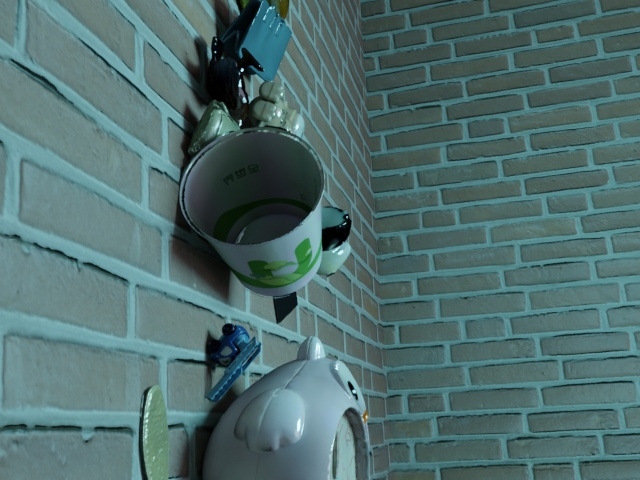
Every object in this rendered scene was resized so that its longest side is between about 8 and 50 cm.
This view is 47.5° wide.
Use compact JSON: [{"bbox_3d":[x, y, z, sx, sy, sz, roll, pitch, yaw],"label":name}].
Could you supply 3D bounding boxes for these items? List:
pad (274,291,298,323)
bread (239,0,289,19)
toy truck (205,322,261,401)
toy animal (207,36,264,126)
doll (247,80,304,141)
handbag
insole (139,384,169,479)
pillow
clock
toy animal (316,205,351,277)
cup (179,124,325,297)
[{"bbox_3d":[-0.101,0.037,1.801,0.202,0.005,0.300,-37,120,-75],"label":"pad"},{"bbox_3d":[-0.142,-0.638,1.717,0.184,0.110,0.234,-82,160,-49],"label":"bread"},{"bbox_3d":[-0.172,0.217,1.307,0.136,0.074,0.063,-50,150,-11],"label":"toy truck"},{"bbox_3d":[-0.189,-0.300,1.451,0.218,0.116,0.179,-115,-133,-77],"label":"toy animal"},{"bbox_3d":[-0.107,-0.250,1.593,0.278,0.119,0.154,50,58,-85],"label":"doll"},{"bbox_3d":[-0.134,-0.448,1.624,0.144,0.057,0.221,-59,164,2],"label":"handbag"},{"bbox_3d":[-0.237,0.337,1.061,0.081,0.011,0.248,15,70,-77],"label":"insole"},{"bbox_3d":[-0.187,-0.173,1.390,0.119,0.053,0.208,-63,157,-14],"label":"pillow"},{"bbox_3d":[-0.051,0.392,1.314,0.377,0.250,0.368,-69,150,-50],"label":"clock"},{"bbox_3d":[0.000,0.000,1.965,0.138,0.166,0.179,-31,130,-45],"label":"toy animal"},{"bbox_3d":[-0.106,-0.036,1.355,0.274,0.253,0.253,79,11,-60],"label":"cup"}]
